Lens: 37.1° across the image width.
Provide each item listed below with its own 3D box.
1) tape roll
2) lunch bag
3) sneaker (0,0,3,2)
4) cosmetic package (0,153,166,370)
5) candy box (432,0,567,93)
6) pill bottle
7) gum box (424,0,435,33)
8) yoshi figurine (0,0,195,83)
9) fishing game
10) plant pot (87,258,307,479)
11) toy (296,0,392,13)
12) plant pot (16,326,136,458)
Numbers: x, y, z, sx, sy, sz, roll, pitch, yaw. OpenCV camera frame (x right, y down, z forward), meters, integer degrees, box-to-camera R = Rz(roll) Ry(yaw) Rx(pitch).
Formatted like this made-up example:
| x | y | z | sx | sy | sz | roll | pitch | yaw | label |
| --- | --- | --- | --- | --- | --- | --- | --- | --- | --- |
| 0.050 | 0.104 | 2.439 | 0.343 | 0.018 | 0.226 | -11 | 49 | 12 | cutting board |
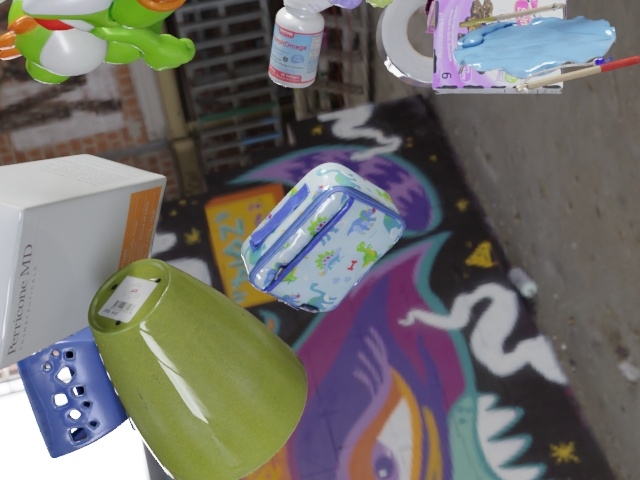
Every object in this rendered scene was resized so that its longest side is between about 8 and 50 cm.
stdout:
| x | y | z | sx | sy | sz | roll | pitch | yaw | label |
| --- | --- | --- | --- | --- | --- | --- | --- | --- | --- |
| 0.231 | -0.437 | 2.025 | 0.072 | 0.219 | 0.219 | -171 | 68 | -83 | tape roll |
| 0.000 | 0.000 | 1.405 | 0.176 | 0.219 | 0.090 | 29 | -156 | -38 | lunch bag |
| -0.359 | -0.349 | 1.170 | 0.092 | 0.229 | 0.087 | 67 | -157 | -5 | sneaker |
| -0.406 | 0.011 | 1.423 | 0.453 | 0.162 | 0.230 | -33 | -42 | -73 | cosmetic package |
| 0.273 | -0.309 | 1.455 | 0.070 | 0.196 | 0.164 | -6 | -83 | -77 | candy box |
| -0.041 | -0.359 | 1.691 | 0.087 | 0.087 | 0.160 | -112 | 26 | -52 | pill bottle |
| 0.263 | -0.458 | 1.788 | 0.188 | 0.107 | 0.062 | 100 | 171 | -67 | gum box |
| -0.210 | -0.272 | 1.004 | 0.362 | 0.203 | 0.203 | -19 | 60 | 56 | yoshi figurine |
| 0.247 | -0.219 | 1.107 | 0.264 | 0.189 | 0.041 | -111 | 8 | -61 | fishing game |
| -0.204 | 0.172 | 1.417 | 0.293 | 0.275 | 0.274 | 57 | -173 | -39 | plant pot |
| 0.077 | -0.332 | 1.197 | 0.137 | 0.237 | 0.056 | 18 | -126 | -67 | toy |
| -0.443 | 0.273 | 1.914 | 0.236 | 0.212 | 0.236 | -62 | -44 | -80 | plant pot |
